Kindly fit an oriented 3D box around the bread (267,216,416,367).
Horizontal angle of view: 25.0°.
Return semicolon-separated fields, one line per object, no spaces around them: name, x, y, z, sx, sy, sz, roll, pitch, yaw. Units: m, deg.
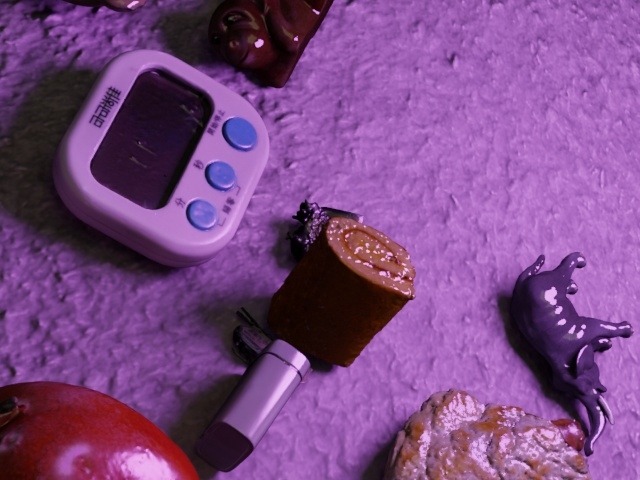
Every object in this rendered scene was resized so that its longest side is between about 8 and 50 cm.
bread;0.024;0.062;1.746;0.132;0.172;0.103;28;44;-10

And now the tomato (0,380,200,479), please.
tomato;-0.277;0.285;1.402;0.289;0.325;0.293;56;40;-22

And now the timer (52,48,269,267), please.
timer;-0.195;-0.101;1.787;0.237;0.087;0.262;29;55;-9

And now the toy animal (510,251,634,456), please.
toy animal;0.344;0.142;1.919;0.137;0.082;0.269;-17;76;-29

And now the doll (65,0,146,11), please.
doll;-0.353;-0.414;1.831;0.330;0.174;0.235;18;51;-14

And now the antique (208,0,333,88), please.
antique;-0.066;-0.319;1.950;0.143;0.121;0.256;26;55;-2

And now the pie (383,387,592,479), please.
pie;0.204;0.313;1.745;0.275;0.105;0.257;17;67;-16

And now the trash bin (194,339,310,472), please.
trash bin;-0.079;0.191;1.666;0.059;0.116;0.130;37;55;-1

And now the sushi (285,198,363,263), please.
sushi;0.000;0.000;1.848;0.085;0.056;0.083;20;64;-16

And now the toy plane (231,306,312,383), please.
toy plane;-0.065;0.135;1.757;0.121;0.031;0.049;41;45;3
